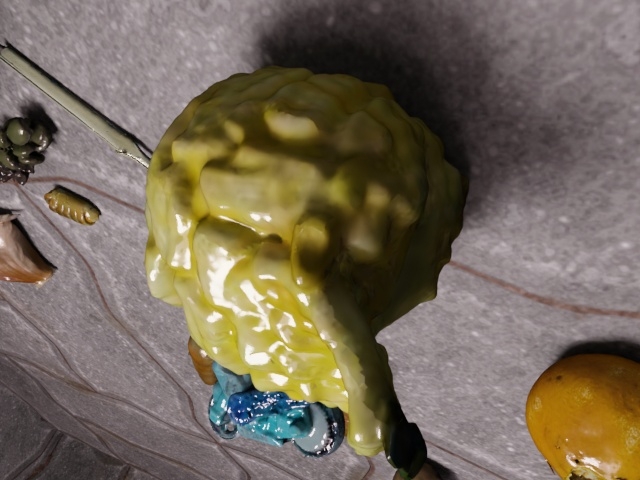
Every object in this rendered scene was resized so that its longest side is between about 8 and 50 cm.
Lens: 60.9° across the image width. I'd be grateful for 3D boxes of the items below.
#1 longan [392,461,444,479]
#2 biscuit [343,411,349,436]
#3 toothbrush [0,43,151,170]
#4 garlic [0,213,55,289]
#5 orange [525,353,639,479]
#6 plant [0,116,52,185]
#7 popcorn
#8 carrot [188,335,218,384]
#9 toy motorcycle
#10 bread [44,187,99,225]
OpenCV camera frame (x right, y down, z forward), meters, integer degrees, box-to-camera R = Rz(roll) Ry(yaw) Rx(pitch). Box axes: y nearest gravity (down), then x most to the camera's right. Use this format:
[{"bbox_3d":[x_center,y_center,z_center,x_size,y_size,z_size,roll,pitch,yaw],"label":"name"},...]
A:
[{"bbox_3d":[0.181,0.447,0.979,0.114,0.092,0.113,10,115,21],"label":"longan"},{"bbox_3d":[-0.041,0.261,0.960,0.262,0.037,0.262,20,144,16],"label":"biscuit"},{"bbox_3d":[-0.258,-0.131,0.652,0.294,0.026,0.028,40,159,-13],"label":"toothbrush"},{"bbox_3d":[-0.593,0.006,1.032,0.129,0.090,0.198,10,135,3],"label":"garlic"},{"bbox_3d":[0.287,0.190,0.550,0.155,0.134,0.154,26,144,21],"label":"orange"},{"bbox_3d":[-0.419,-0.122,0.738,0.174,0.085,0.087,-14,98,40],"label":"plant"},{"bbox_3d":[-0.008,-0.001,0.447,0.237,0.293,0.293,-3,133,30],"label":"popcorn"},{"bbox_3d":[-0.209,0.231,1.026,0.078,0.078,0.298,28,149,5],"label":"carrot"},{"bbox_3d":[-0.071,0.202,0.794,0.260,0.206,0.154,-3,177,37],"label":"toy motorcycle"},{"bbox_3d":[-0.383,-0.048,0.838,0.088,0.033,0.049,27,151,6],"label":"bread"}]
